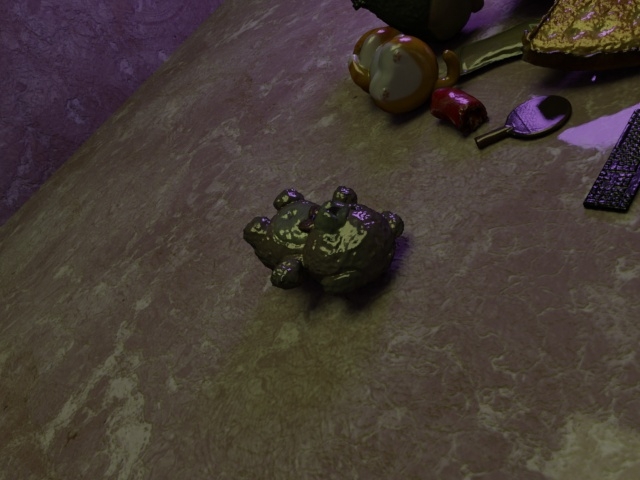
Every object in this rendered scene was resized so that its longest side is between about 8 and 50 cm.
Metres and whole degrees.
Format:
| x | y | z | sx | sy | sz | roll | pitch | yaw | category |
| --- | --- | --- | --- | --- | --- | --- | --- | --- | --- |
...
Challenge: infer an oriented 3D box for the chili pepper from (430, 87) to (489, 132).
| x | y | z | sx | sy | sz | roll | pitch | yaw | category |
| --- | --- | --- | --- | --- | --- | --- | --- | --- | --- |
| 0.264 | -0.260 | 1.066 | 0.073 | 0.070 | 0.123 | -52 | 38 | 8 | chili pepper |

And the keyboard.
| x | y | z | sx | sy | sz | roll | pitch | yaw | category |
| --- | --- | --- | --- | --- | --- | --- | --- | --- | --- |
| 0.457 | -0.123 | 0.799 | 0.061 | 0.013 | 0.204 | 15 | 61 | 48 | keyboard |

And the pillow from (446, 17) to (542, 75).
| x | y | z | sx | sy | sz | roll | pitch | yaw | category |
| --- | --- | --- | --- | --- | --- | --- | --- | --- | --- |
| 0.376 | -0.415 | 1.165 | 0.217 | 0.033 | 0.130 | -16 | 40 | 27 | pillow |

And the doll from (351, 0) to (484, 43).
| x | y | z | sx | sy | sz | roll | pitch | yaw | category |
| --- | --- | --- | --- | --- | --- | --- | --- | --- | --- |
| 0.216 | -0.626 | 1.311 | 0.349 | 0.247 | 0.247 | 31 | 72 | 35 | doll |

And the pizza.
| x | y | z | sx | sy | sz | roll | pitch | yaw | category |
| --- | --- | --- | --- | --- | --- | --- | --- | --- | --- |
| 0.474 | -0.402 | 0.965 | 0.251 | 0.074 | 0.288 | -18 | 61 | 13 | pizza |

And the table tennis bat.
| x | y | z | sx | sy | sz | roll | pitch | yaw | category |
| --- | --- | --- | --- | --- | --- | --- | --- | --- | --- |
| 0.337 | -0.242 | 0.941 | 0.170 | 0.119 | 0.107 | -24 | 38 | 16 | table tennis bat |

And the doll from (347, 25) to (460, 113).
| x | y | z | sx | sy | sz | roll | pitch | yaw | category |
| --- | --- | --- | --- | --- | --- | --- | --- | --- | --- |
| 0.160 | -0.389 | 1.215 | 0.270 | 0.162 | 0.167 | 55 | 128 | 48 | doll |

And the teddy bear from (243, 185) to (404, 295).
| x | y | z | sx | sy | sz | roll | pitch | yaw | category |
| --- | --- | --- | --- | --- | --- | --- | --- | --- | --- |
| 0.000 | 0.001 | 0.938 | 0.267 | 0.151 | 0.236 | 7 | 49 | 50 | teddy bear |
